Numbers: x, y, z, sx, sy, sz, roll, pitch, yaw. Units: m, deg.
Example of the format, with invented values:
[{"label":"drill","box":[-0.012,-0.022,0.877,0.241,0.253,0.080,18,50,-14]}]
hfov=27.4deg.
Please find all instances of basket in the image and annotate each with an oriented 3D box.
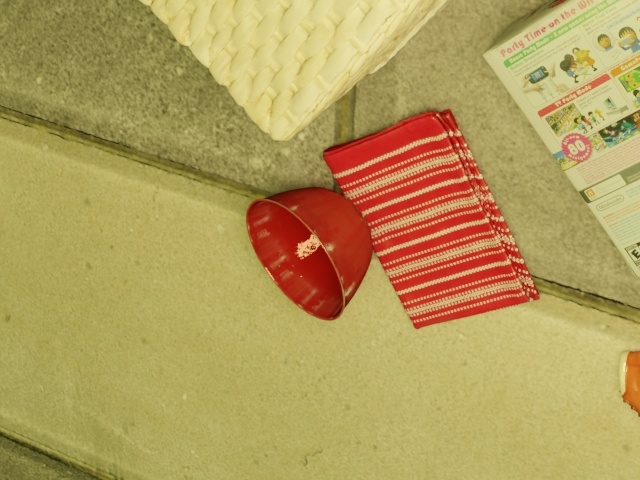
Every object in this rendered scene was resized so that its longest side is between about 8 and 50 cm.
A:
[{"label":"basket","box":[-0.012,-0.339,1.364,0.328,0.266,0.331,46,134,-1]}]

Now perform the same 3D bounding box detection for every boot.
[{"label":"boot","box":[0.405,0.201,1.579,0.085,0.059,0.158,0,110,37]}]

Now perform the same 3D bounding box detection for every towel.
[{"label":"towel","box":[0.133,-0.021,1.628,0.199,0.031,0.275,-16,109,40]}]

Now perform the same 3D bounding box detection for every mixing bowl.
[{"label":"mixing bowl","box":[0.000,0.000,1.665,0.181,0.098,0.181,38,149,27]}]

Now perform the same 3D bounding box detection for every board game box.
[{"label":"board game box","box":[0.350,-0.137,1.370,0.224,0.097,0.303,-28,102,40]}]
